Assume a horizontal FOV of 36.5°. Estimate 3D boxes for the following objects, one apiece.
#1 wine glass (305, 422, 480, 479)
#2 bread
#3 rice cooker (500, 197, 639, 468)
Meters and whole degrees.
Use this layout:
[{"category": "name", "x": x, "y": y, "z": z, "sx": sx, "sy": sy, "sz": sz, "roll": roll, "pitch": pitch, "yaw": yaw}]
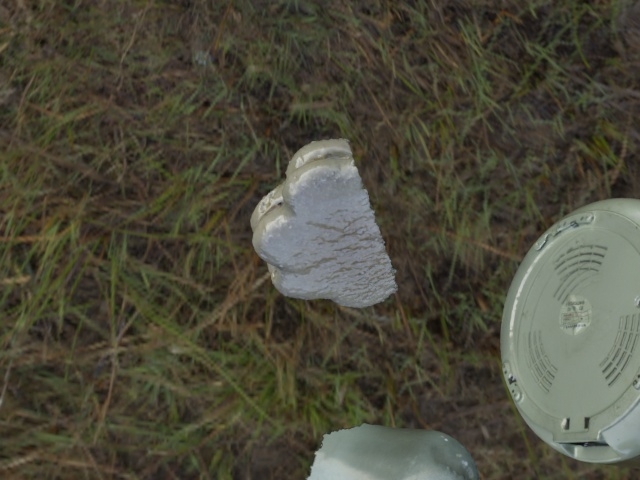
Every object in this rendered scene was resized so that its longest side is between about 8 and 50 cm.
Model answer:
[{"category": "wine glass", "x": 0.092, "y": 0.158, "z": 0.564, "sx": 0.195, "sy": 0.079, "sz": 0.079, "roll": 11, "pitch": 123, "yaw": 22}, {"category": "bread", "x": 0.001, "y": -0.005, "z": 1.402, "sx": 0.183, "sy": 0.102, "sz": 0.337, "roll": -16, "pitch": 142, "yaw": 4}, {"category": "rice cooker", "x": 0.427, "y": 0.124, "z": 1.173, "sx": 0.325, "sy": 0.335, "sz": 0.335, "roll": 14, "pitch": 119, "yaw": -28}]
